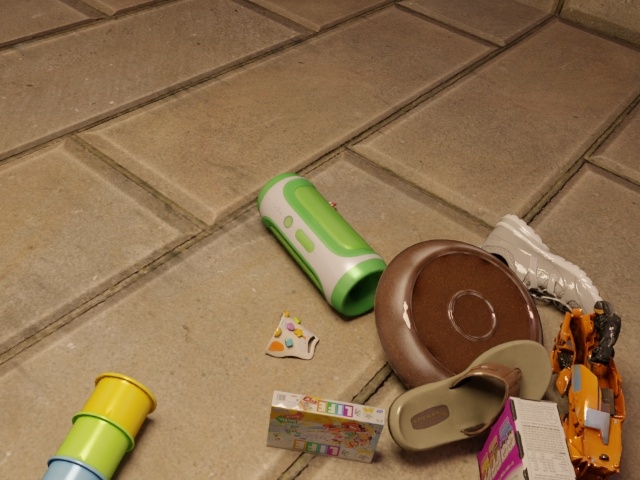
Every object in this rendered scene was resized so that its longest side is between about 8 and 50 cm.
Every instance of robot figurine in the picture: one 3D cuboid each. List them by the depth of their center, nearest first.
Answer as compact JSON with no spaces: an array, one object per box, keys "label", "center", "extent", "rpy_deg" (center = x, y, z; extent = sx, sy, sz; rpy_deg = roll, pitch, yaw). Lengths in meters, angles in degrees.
[{"label":"robot figurine","center":[0.386,0.227,0.920],"extent":[0.085,0.211,0.291],"rpy_deg":[9,47,12]}]

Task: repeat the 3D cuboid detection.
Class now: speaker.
[{"label":"speaker","center":[0.000,0.000,1.150],"extent":[0.131,0.131,0.296],"rpy_deg":[-19,49,-28]}]

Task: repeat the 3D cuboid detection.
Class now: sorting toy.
[{"label":"sorting toy","center":[-0.040,0.160,1.036],"extent":[0.075,0.045,0.083],"rpy_deg":[30,42,-6]}]

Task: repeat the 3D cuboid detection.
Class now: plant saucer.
[{"label":"plant saucer","center":[0.240,0.129,1.025],"extent":[0.310,0.050,0.311],"rpy_deg":[8,62,-16]}]

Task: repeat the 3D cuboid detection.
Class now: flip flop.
[{"label":"flip flop","center":[0.227,0.224,0.900],"extent":[0.277,0.080,0.112],"rpy_deg":[-15,78,-20]}]

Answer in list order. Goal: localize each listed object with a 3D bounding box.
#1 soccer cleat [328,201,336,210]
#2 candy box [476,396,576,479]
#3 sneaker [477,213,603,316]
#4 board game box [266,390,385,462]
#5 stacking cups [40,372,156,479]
[{"label":"soccer cleat","center":[0.012,-0.053,1.285],"extent":[0.035,0.029,0.083],"rpy_deg":[4,38,7]},{"label":"candy box","center":[0.266,0.343,0.793],"extent":[0.071,0.159,0.233],"rpy_deg":[8,42,-1]},{"label":"sneaker","center":[0.415,0.080,1.186],"extent":[0.115,0.105,0.281],"rpy_deg":[-39,57,-5]},{"label":"board game box","center":[0.005,0.262,0.875],"extent":[0.154,0.103,0.026],"rpy_deg":[9,42,0]},{"label":"stacking cups","center":[-0.315,0.321,0.775],"extent":[0.096,0.096,0.316],"rpy_deg":[16,47,7]}]
